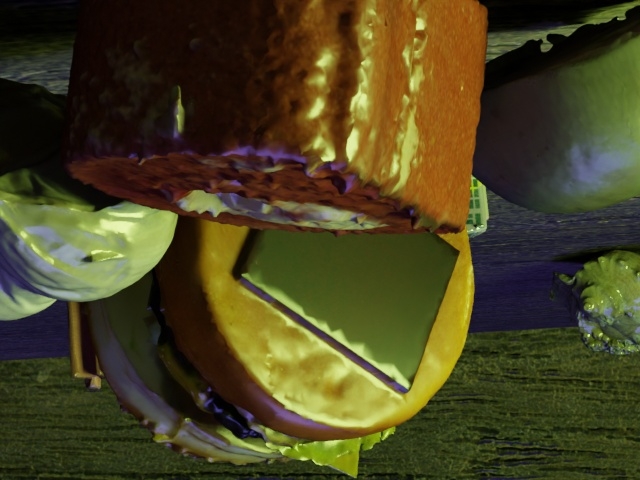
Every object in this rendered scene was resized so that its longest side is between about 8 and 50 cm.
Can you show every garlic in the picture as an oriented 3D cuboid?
[{"bbox_3d":[-0.207,-0.023,1.054,0.229,0.143,0.178,31,-155,15],"label":"garlic"}]

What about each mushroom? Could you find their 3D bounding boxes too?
[{"bbox_3d":[0.157,-0.076,1.058,0.141,0.117,0.188,-17,-174,-39],"label":"mushroom"}]

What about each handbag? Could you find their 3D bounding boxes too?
[{"bbox_3d":[-0.234,0.100,2.082,0.059,0.157,0.212,-7,172,22],"label":"handbag"}]

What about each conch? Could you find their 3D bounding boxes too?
[{"bbox_3d":[0.412,0.068,2.359,0.178,0.163,0.245,29,-149,33],"label":"conch"}]

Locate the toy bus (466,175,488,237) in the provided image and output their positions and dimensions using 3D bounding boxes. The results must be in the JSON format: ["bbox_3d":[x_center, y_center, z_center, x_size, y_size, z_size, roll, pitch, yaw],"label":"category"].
[{"bbox_3d":[0.102,-0.047,1.393,0.058,0.102,0.052,-5,172,-12],"label":"toy bus"}]

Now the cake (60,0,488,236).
[{"bbox_3d":[-0.022,-0.085,0.939,0.177,0.151,0.283,6,176,23],"label":"cake"}]

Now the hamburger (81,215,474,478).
[{"bbox_3d":[-0.036,0.037,1.322,0.291,0.291,0.225,2,161,-36],"label":"hamburger"}]
